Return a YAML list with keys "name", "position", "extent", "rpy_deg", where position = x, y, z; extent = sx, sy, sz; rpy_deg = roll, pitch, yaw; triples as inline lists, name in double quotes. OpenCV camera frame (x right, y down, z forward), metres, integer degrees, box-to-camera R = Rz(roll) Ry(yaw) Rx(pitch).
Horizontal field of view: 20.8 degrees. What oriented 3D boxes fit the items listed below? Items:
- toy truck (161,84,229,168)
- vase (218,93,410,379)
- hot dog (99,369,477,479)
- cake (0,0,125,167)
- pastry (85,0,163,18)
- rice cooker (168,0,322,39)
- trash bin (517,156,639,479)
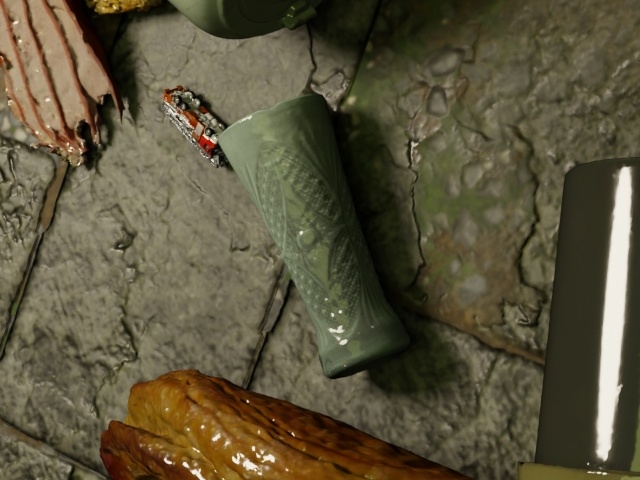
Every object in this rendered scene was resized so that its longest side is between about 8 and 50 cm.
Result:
- name: "toy truck"
  position: [-0.105, -0.099, 1.497]
  extent: [0.083, 0.024, 0.032]
  rpy_deg: [45, 128, 22]
- name: "vase"
  position: [0.000, 0.000, 1.410]
  extent: [0.096, 0.096, 0.219]
  rpy_deg: [-25, 81, 22]
- name: "hot dog"
  position: [-0.017, 0.237, 1.348]
  extent: [0.388, 0.174, 0.267]
  rpy_deg: [18, 125, 26]
- name: "cake"
  position: [-0.261, -0.202, 1.532]
  extent: [0.098, 0.135, 0.287]
  rpy_deg: [-23, 87, 8]
- name: "pastry"
  position: [-0.180, -0.266, 1.524]
  extent: [0.080, 0.056, 0.140]
  rpy_deg: [-7, 91, 32]
- name: "rice cooker"
  position: [-0.080, -0.300, 1.391]
  extent: [0.244, 0.226, 0.226]
  rpy_deg: [43, 105, 24]
- name: "trash bin"
  position: [0.251, 0.120, 1.227]
  extent: [0.214, 0.214, 0.333]
  rpy_deg: [3, 81, 25]
